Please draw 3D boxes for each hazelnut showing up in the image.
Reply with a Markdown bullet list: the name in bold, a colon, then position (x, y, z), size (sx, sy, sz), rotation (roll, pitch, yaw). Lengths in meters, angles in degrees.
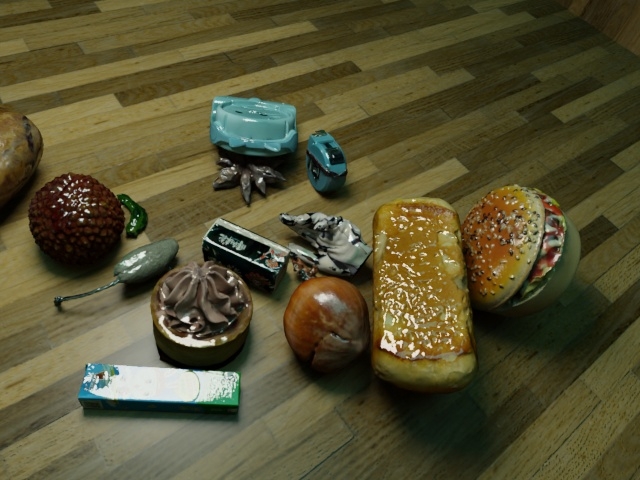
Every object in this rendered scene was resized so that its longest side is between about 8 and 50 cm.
- **hazelnut**: position (0.021, 0.157, 0.923), size (0.182, 0.182, 0.182), rotation (6, 53, -9)

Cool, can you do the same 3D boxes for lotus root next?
- **lotus root**: position (-0.684, -0.138, 0.961), size (0.193, 0.193, 0.291), rotation (20, 52, 2)

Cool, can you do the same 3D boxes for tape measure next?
- **tape measure**: position (0.014, -0.188, 1.196), size (0.080, 0.125, 0.146), rotation (-13, 46, -24)

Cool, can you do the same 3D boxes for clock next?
- **clock**: position (-0.160, -0.283, 1.186), size (0.223, 0.094, 0.274), rotation (3, 27, -12)

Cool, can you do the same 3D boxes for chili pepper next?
- **chili pepper**: position (-0.411, -0.061, 1.059), size (0.055, 0.035, 0.118), rotation (-3, 58, -36)

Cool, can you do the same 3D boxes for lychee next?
- **lychee**: position (-0.482, -0.049, 0.944), size (0.188, 0.188, 0.188), rotation (6, 53, -9)

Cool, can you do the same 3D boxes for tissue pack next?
- **tissue pack**: position (-0.156, 0.034, 1.006), size (0.170, 0.103, 0.090), rotation (25, 57, 5)

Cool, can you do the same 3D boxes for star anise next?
- **star anise**: position (-0.184, -0.180, 1.182), size (0.195, 0.065, 0.182), rotation (-34, 62, -23)

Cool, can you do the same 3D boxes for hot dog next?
- **hot dog**: position (0.197, 0.119, 0.956), size (0.185, 0.223, 0.405), rotation (-2, 54, 10)

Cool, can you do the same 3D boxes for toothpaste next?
- **toothpaste**: position (-0.277, 0.261, 0.843), size (0.266, 0.050, 0.065), rotation (6, 50, -10)

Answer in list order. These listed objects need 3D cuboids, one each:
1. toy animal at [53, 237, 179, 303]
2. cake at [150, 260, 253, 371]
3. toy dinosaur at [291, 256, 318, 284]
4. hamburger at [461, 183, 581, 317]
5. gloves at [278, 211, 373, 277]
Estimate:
- **toy animal**: position (-0.389, 0.068, 0.941), size (0.252, 0.079, 0.070), rotation (-32, 73, -29)
- **cake**: position (-0.216, 0.124, 0.883), size (0.185, 0.178, 0.208), rotation (0, 57, -14)
- **toy dinosaur**: position (-0.008, 0.094, 1.029), size (0.055, 0.049, 0.154), rotation (-40, 81, 3)
- **hamburger**: position (0.401, 0.018, 1.035), size (0.176, 0.300, 0.300), rotation (23, 51, -16)
- **gloves**: position (0.005, -0.006, 1.070), size (0.212, 0.128, 0.111), rotation (37, 46, 10)
